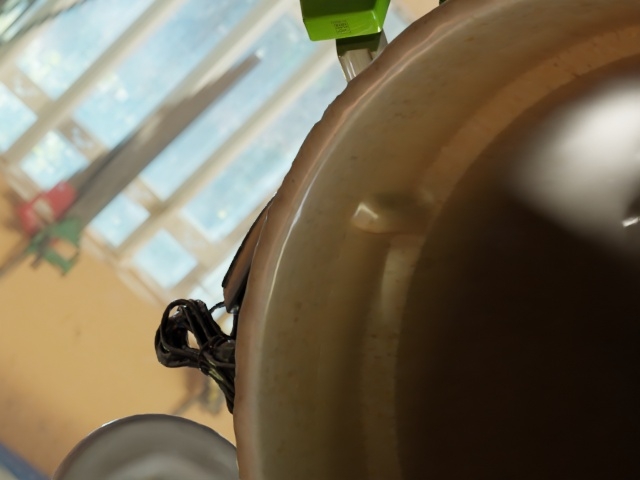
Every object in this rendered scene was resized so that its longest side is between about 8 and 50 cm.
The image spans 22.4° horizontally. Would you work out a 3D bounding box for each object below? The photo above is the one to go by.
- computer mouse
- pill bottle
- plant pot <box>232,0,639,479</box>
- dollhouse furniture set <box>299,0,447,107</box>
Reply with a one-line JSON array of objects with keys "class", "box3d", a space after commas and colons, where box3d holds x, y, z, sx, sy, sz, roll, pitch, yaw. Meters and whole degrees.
[{"class": "computer mouse", "box3d": [0.000, 0.000, 1.165, 0.188, 0.272, 0.072, 26, 155, 53]}, {"class": "pill bottle", "box3d": [-0.163, 0.276, 1.318, 0.176, 0.176, 0.318, 48, 147, 9]}, {"class": "plant pot", "box3d": [0.190, 0.061, 0.638, 0.305, 0.334, 0.334, -6, -129, -53]}, {"class": "dollhouse furniture set", "box3d": [0.106, -0.205, 1.780, 0.301, 0.198, 0.151, 66, -158, -50]}]
